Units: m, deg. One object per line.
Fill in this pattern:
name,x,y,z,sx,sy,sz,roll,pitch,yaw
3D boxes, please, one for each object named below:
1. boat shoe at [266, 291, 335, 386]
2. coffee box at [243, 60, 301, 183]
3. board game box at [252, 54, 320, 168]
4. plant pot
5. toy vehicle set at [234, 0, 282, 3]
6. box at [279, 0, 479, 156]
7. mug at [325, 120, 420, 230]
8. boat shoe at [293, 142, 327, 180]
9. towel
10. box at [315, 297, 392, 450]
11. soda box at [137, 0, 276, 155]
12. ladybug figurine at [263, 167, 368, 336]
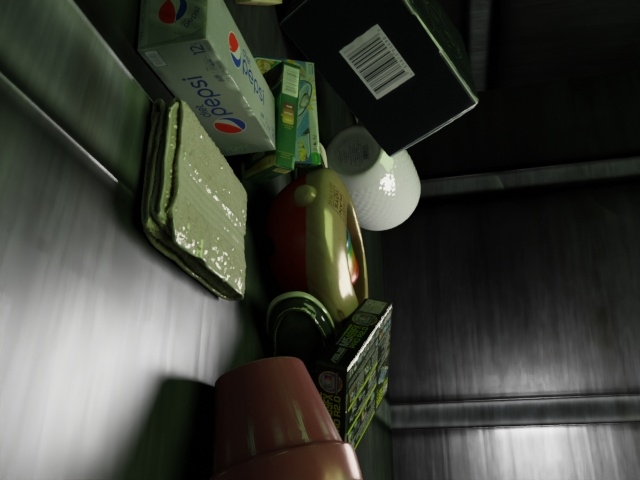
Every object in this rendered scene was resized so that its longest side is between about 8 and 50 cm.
boat shoe,-0.027,0.243,1.106,0.113,0.127,0.340,-101,-174,-50
coffee box,-0.082,-0.196,1.001,0.040,0.113,0.184,10,78,-34
board game box,-0.074,-0.236,1.096,0.035,0.136,0.201,159,-72,-64
plant pot,-0.062,0.263,0.794,0.201,0.201,0.180,64,8,-61
toy vehicle set,-0.134,-0.560,1.184,0.267,0.035,0.165,-68,151,-67
box,0.172,-0.579,1.644,0.480,0.297,0.471,45,32,-26
mug,0.155,-0.255,1.861,0.328,0.276,0.373,42,53,-64
boat shoe,-0.016,-0.109,1.418,0.092,0.103,0.285,5,76,-74
towel,-0.154,-0.044,0.798,0.282,0.049,0.187,60,27,-65
box,0.067,0.262,1.124,0.270,0.060,0.216,-41,136,-59
soda box,-0.144,-0.226,0.825,0.286,0.091,0.098,55,31,-68
ladybug figurine,-0.005,0.035,1.221,0.449,0.162,0.305,72,18,-51
